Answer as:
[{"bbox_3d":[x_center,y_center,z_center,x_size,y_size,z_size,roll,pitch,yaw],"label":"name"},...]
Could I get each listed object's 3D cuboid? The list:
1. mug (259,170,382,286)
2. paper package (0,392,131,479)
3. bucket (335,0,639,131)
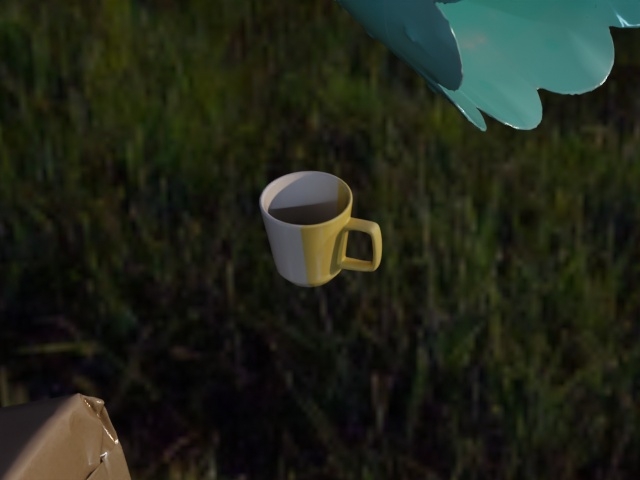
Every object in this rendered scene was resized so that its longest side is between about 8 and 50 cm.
[{"bbox_3d":[-0.004,0.000,1.229,0.062,0.064,0.078,-25,43,-25],"label":"mug"},{"bbox_3d":[-0.323,0.267,1.274,0.324,0.168,0.309,-11,21,21],"label":"paper package"},{"bbox_3d":[0.082,-0.209,0.819,0.183,0.281,0.281,39,39,21],"label":"bucket"}]
